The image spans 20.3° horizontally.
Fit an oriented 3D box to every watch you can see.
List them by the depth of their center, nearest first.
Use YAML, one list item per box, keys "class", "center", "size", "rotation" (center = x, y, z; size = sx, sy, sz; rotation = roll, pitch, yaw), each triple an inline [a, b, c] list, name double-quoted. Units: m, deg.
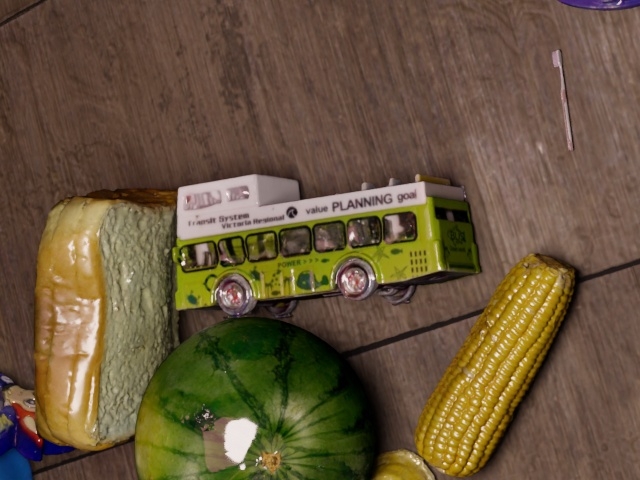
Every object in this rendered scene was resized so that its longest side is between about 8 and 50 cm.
- class: "watch"
  center: [-0.394, 0.252, 1.975]
  size: [0.196, 0.171, 0.200]
  rotation: [30, 119, 27]

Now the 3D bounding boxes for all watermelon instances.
- class: "watermelon"
  center: [-0.063, 0.193, 1.717]
  size: [0.242, 0.242, 0.242]
  rotation: [-1, 88, 31]

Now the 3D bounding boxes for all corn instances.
- class: "corn"
  center: [0.162, 0.116, 1.673]
  size: [0.080, 0.080, 0.231]
  rotation: [33, 105, 28]

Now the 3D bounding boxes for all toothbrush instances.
- class: "toothbrush"
  center: [0.228, -0.131, 1.681]
  size: [0.008, 0.006, 0.097]
  rotation: [-13, 81, 43]

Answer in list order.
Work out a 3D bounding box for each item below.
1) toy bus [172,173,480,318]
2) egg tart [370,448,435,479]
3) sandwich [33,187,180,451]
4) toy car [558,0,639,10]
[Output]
- class: "toy bus"
  center: [0.000, 0.000, 1.762]
  size: [0.301, 0.113, 0.139]
  rotation: [-8, 84, 29]
- class: "egg tart"
  center: [0.071, 0.256, 1.747]
  size: [0.105, 0.039, 0.105]
  rotation: [-1, 88, 29]
- class: "sandwich"
  center: [-0.200, 0.074, 1.780]
  size: [0.087, 0.226, 0.251]
  rotation: [4, 94, 23]
- class: "toy car"
  center: [0.248, -0.327, 1.586]
  size: [0.172, 0.158, 0.235]
  rotation: [-5, 85, 32]
